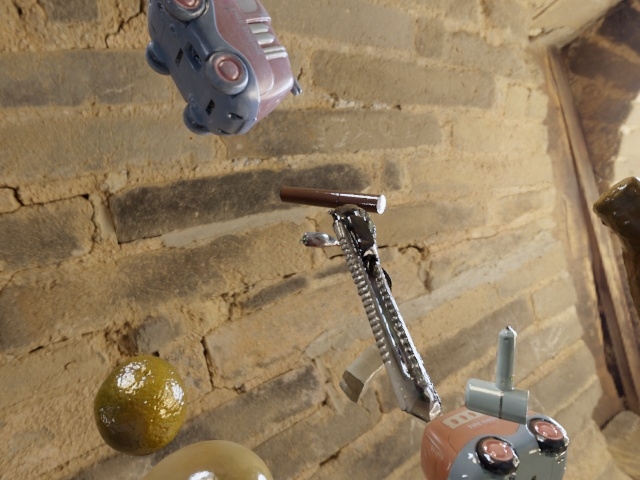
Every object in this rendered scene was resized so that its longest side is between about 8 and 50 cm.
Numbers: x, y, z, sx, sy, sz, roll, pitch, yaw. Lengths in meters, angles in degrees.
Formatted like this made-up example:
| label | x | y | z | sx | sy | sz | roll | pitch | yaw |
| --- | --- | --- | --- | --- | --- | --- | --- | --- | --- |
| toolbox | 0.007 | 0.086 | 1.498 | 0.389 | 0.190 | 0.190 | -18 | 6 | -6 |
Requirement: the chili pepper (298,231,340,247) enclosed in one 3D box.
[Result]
| label | x | y | z | sx | sy | sz | roll | pitch | yaw |
| --- | --- | --- | --- | --- | --- | --- | --- | --- | --- |
| chili pepper | 0.000 | 0.000 | 1.174 | 0.153 | 0.041 | 0.050 | 3 | -110 | -33 |

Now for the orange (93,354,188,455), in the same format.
| label | x | y | z | sx | sy | sz | roll | pitch | yaw |
| --- | --- | --- | --- | --- | --- | --- | --- | --- | --- |
| orange | -0.173 | 0.161 | 0.393 | 0.085 | 0.085 | 0.095 | 0 | -60 | -27 |

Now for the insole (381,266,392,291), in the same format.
| label | x | y | z | sx | sy | sz | roll | pitch | yaw |
| --- | --- | --- | --- | --- | --- | --- | --- | --- | --- |
| insole | 0.152 | 0.152 | 1.055 | 0.086 | 0.005 | 0.253 | -16 | -48 | 5 |

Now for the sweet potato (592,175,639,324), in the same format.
| label | x | y | z | sx | sy | sz | roll | pitch | yaw |
| --- | --- | --- | --- | --- | --- | --- | --- | --- | --- |
| sweet potato | 0.393 | 0.114 | 0.414 | 0.109 | 0.109 | 0.386 | -20 | -100 | -26 |

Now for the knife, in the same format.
| label | x | y | z | sx | sy | sz | roll | pitch | yaw |
| --- | --- | --- | --- | --- | --- | --- | --- | --- | --- |
| knife | 0.087 | 0.070 | 0.579 | 0.089 | 0.043 | 0.366 | 5 | -134 | -25 |

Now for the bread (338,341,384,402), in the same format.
| label | x | y | z | sx | sy | sz | roll | pitch | yaw |
| --- | --- | --- | --- | --- | --- | --- | --- | --- | --- |
| bread | 0.134 | 0.390 | 1.210 | 0.152 | 0.105 | 0.077 | -29 | -126 | -37 |

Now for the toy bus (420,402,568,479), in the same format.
| label | x | y | z | sx | sy | sz | roll | pitch | yaw |
| --- | --- | --- | --- | --- | --- | --- | --- | --- | --- |
| toy bus | 0.340 | 0.442 | 0.829 | 0.287 | 0.232 | 0.194 | -6 | -77 | -26 |

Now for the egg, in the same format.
| label | x | y | z | sx | sy | sz | roll | pitch | yaw |
| --- | --- | --- | --- | --- | --- | --- | --- | --- | --- |
| egg | -0.262 | 0.606 | 0.883 | 0.301 | 0.301 | 0.374 | 36 | -66 | -20 |

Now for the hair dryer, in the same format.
| label | x | y | z | sx | sy | sz | roll | pitch | yaw |
| --- | --- | --- | --- | --- | --- | --- | --- | --- | --- |
| hair dryer | 0.254 | 0.185 | 0.576 | 0.047 | 0.081 | 0.138 | -15 | -72 | -59 |

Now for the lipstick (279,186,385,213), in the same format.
| label | x | y | z | sx | sy | sz | roll | pitch | yaw |
| --- | --- | --- | --- | --- | --- | --- | --- | --- | --- |
| lipstick | 0.024 | -0.124 | 1.217 | 0.057 | 0.356 | 0.058 | -19 | -66 | -51 |

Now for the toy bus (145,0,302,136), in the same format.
| label | x | y | z | sx | sy | sz | roll | pitch | yaw |
| --- | --- | --- | --- | --- | --- | --- | --- | --- | --- |
| toy bus | -0.179 | -0.361 | 0.783 | 0.231 | 0.197 | 0.294 | -34 | -84 | -32 |
